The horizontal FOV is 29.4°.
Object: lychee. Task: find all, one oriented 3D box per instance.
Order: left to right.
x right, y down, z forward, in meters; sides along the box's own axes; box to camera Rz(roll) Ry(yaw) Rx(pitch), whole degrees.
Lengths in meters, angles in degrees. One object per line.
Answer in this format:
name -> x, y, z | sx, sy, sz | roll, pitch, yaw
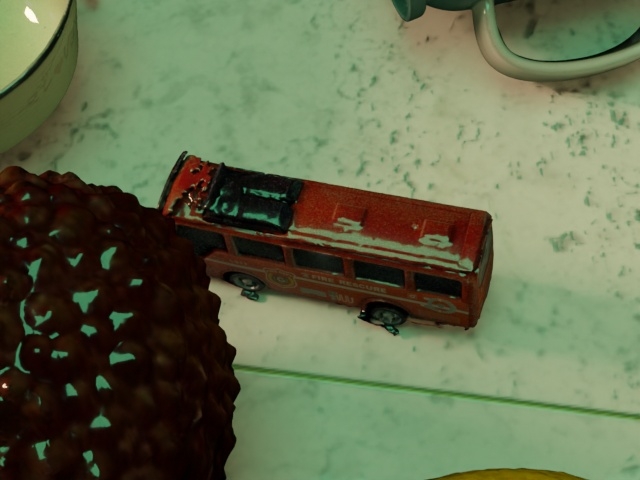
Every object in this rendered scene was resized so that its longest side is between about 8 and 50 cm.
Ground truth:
lychee -> -0.177, 0.103, 0.716 | 0.264, 0.300, 0.264 | 1, 22, 0

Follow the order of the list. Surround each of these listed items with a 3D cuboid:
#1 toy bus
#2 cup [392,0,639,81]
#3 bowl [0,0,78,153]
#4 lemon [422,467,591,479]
toy bus -> 0.000, 0.000, 0.831 | 0.235, 0.096, 0.073 | 12, 61, 11
cup -> 0.167, -0.263, 0.907 | 0.257, 0.219, 0.290 | -17, 92, -3
bowl -> -0.287, -0.146, 0.925 | 0.237, 0.126, 0.238 | -3, 60, 5
lemon -> 0.089, 0.223, 0.635 | 0.260, 0.204, 0.204 | -16, 60, 5
